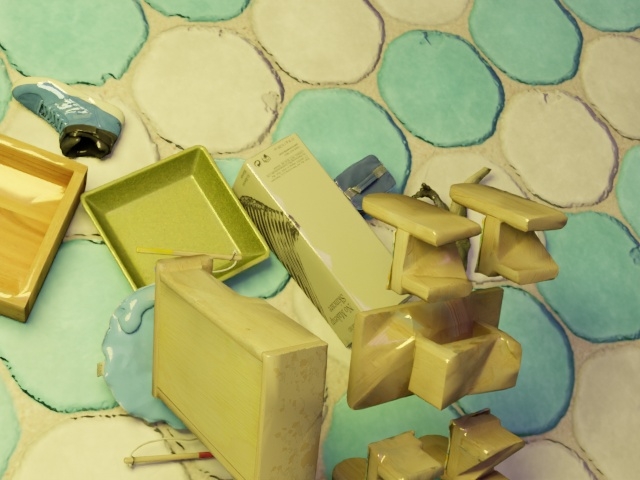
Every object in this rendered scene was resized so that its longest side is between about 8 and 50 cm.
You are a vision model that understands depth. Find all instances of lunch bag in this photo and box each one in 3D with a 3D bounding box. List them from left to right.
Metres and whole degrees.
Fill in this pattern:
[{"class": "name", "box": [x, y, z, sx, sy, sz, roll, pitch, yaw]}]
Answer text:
[{"class": "lunch bag", "box": [0.055, -0.075, 1.227, 0.098, 0.065, 0.067, -38, 83, -29]}]

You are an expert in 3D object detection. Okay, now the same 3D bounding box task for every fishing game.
[{"class": "fishing game", "box": [-0.180, 0.141, 1.049, 0.189, 0.041, 0.264, 0, 85, -23]}]

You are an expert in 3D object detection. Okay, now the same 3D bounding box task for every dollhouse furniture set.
[{"class": "dollhouse furniture set", "box": [0.037, 0.122, 0.989, 0.394, 0.256, 0.362, -7, 111, -34]}]

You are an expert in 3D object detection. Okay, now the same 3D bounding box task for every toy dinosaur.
[{"class": "toy dinosaur", "box": [0.179, -0.017, 1.250, 0.118, 0.064, 0.268, 24, 60, -15]}]

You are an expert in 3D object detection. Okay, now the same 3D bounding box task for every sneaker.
[{"class": "sneaker", "box": [-0.345, -0.159, 1.135, 0.152, 0.058, 0.085, 20, 54, -16]}]

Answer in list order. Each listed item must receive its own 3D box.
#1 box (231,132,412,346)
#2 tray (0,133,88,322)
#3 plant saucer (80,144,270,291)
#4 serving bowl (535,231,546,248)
[{"class": "box", "box": [0.000, 0.000, 1.152, 0.094, 0.113, 0.275, -33, 80, -27]}, {"class": "tray", "box": [-0.518, -0.066, 1.030, 0.410, 0.076, 0.203, 20, 63, -8]}, {"class": "plant saucer", "box": [-0.193, -0.011, 1.129, 0.188, 0.045, 0.188, -28, 78, -26]}, {"class": "serving bowl", "box": [0.312, -0.002, 1.303, 0.083, 0.027, 0.083, 7, 66, -15]}]
